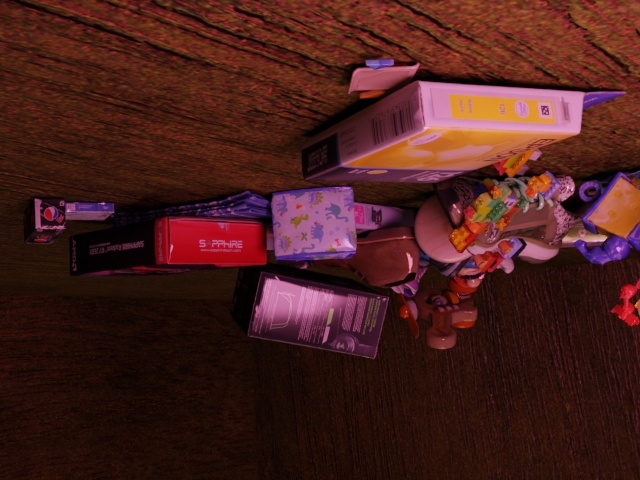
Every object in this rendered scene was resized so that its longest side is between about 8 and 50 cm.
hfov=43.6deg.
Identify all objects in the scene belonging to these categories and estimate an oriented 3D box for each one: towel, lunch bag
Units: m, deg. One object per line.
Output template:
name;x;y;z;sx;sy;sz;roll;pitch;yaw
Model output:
towel;-0.218;-0.051;1.610;0.336;0.040;0.243;-5;174;27
lunch bag;-0.014;-0.029;1.479;0.151;0.128;0.096;-3;172;-7

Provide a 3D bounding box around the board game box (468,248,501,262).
board game box;0.376;-0.002;1.931;0.026;0.103;0.154;0;172;-23

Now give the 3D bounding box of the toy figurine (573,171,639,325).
toy figurine;0.534;-0.067;1.335;0.217;0.362;0.191;40;-175;37

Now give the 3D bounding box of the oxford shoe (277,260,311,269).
oxford shoe;0.000;0.000;1.879;0.227;0.096;0.083;-22;-177;-19

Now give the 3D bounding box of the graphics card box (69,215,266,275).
graphics card box;-0.310;0.018;1.593;0.371;0.094;0.233;-6;175;45

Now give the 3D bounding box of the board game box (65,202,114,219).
board game box;-0.442;-0.054;1.501;0.090;0.020;0.090;0;171;-27

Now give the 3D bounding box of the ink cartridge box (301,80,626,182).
ink cartridge box;0.175;-0.129;1.039;0.307;0.072;0.304;0;172;-26

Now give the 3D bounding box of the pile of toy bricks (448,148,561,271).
pile of toy bricks;0.260;-0.047;1.214;0.105;0.118;0.212;5;132;-41

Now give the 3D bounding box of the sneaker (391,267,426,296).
sneaker;0.264;0.084;2.307;0.102;0.161;0.282;-11;170;37

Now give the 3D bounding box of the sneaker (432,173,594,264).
sneaker;0.357;-0.075;1.440;0.410;0.158;0.182;7;141;-48

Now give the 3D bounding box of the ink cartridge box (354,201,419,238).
ink cartridge box;0.093;-0.032;1.746;0.311;0.065;0.186;7;166;-41

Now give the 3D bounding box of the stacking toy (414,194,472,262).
stacking toy;0.292;-0.022;1.704;0.141;0.141;0.330;-6;177;15

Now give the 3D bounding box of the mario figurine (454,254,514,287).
mario figurine;0.424;0.063;2.154;0.198;0.170;0.320;27;166;5

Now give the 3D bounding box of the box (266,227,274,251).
box;-0.218;0.010;1.929;0.183;0.056;0.231;4;169;-40

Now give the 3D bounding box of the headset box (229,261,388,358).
headset box;-0.021;0.135;1.645;0.283;0.131;0.246;12;-177;-16

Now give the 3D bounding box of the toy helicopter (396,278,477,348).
toy helicopter;0.320;0.209;2.237;0.235;0.140;0.355;3;-162;8

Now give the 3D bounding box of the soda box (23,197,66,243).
soda box;-0.508;-0.035;1.470;0.053;0.060;0.169;-1;171;-27

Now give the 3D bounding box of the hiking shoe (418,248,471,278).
hiking shoe;0.259;-0.001;1.977;0.132;0.113;0.304;46;170;-17

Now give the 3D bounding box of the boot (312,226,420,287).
boot;0.086;0.048;1.711;0.112;0.115;0.305;1;172;-42

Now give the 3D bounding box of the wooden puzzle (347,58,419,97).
wooden puzzle;0.066;-0.177;0.868;0.079;0.014;0.116;-6;173;-11

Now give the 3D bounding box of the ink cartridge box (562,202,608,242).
ink cartridge box;0.493;-0.034;1.748;0.255;0.097;0.189;-3;176;12

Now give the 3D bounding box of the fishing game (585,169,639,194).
fishing game;0.596;-0.106;1.515;0.189;0.041;0.264;-1;172;-35
